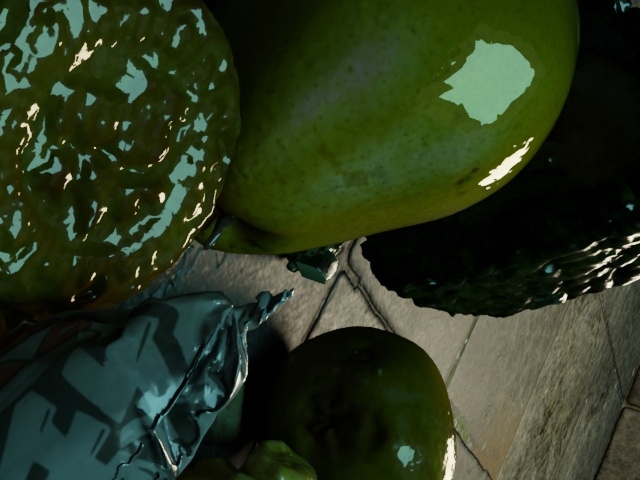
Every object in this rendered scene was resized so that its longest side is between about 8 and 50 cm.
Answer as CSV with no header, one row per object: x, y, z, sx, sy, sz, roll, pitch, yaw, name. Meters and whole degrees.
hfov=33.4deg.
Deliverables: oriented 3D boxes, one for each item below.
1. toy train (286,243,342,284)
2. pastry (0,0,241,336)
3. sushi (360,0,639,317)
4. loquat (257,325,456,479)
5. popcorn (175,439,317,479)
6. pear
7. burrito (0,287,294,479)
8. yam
0.000,0.000,1.044,0.083,0.053,0.033,-57,149,-24,toy train
-0.165,-0.059,0.633,0.235,0.132,0.240,-48,140,-22,pastry
0.197,-0.089,1.038,0.178,0.352,0.294,25,53,-56,sushi
0.043,0.198,1.091,0.213,0.213,0.246,-67,161,-10,loquat
-0.053,0.296,0.902,0.249,0.225,0.249,175,-90,-78,popcorn
0.037,-0.117,0.816,0.336,0.285,0.285,-58,154,5,pear
-0.198,0.153,0.579,0.445,0.101,0.139,-41,115,-6,burrito
-0.098,0.116,0.921,0.069,0.069,0.147,-29,130,-53,yam
